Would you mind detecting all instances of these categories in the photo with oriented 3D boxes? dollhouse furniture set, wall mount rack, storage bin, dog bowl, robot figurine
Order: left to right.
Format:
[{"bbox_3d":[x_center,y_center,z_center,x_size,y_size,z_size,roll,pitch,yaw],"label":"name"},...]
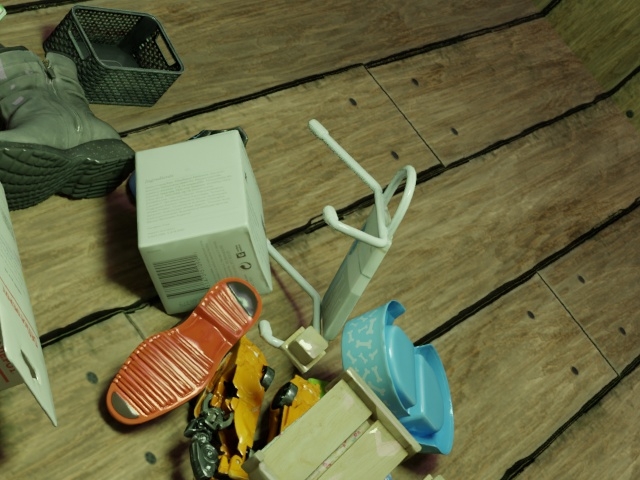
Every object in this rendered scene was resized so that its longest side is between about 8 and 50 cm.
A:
[{"bbox_3d":[-0.309,-0.276,2.288,0.180,0.084,0.122,-3,58,-50],"label":"storage bin"},{"bbox_3d":[-0.084,0.261,1.970,0.211,0.085,0.291,36,33,-16],"label":"robot figurine"},{"bbox_3d":[-0.027,0.340,1.851,0.355,0.174,0.303,50,49,3],"label":"dollhouse furniture set"},{"bbox_3d":[0.000,0.000,2.150,0.131,0.350,0.304,23,25,-14],"label":"wall mount rack"},{"bbox_3d":[0.110,0.202,2.159,0.297,0.074,0.165,52,31,-53],"label":"dog bowl"}]

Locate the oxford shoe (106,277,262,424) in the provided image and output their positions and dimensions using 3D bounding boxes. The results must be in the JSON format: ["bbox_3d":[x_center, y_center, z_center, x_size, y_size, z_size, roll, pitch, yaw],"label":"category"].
[{"bbox_3d":[-0.181,0.158,1.970,0.097,0.098,0.271,47,52,4],"label":"oxford shoe"}]

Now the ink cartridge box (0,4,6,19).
[{"bbox_3d":[-0.540,-0.224,1.777,0.211,0.289,0.121,40,36,-11],"label":"ink cartridge box"}]

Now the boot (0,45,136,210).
[{"bbox_3d":[-0.410,-0.160,2.042,0.222,0.118,0.338,54,22,16],"label":"boot"}]

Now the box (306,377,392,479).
[{"bbox_3d":[0.036,0.283,2.123,0.109,0.042,0.178,16,44,-39],"label":"box"}]

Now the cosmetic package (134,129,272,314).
[{"bbox_3d":[-0.161,-0.025,2.077,0.151,0.152,0.183,73,7,-49],"label":"cosmetic package"}]

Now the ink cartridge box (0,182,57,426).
[{"bbox_3d":[-0.407,0.041,1.711,0.207,0.119,0.353,76,-6,-58],"label":"ink cartridge box"}]

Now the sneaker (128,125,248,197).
[{"bbox_3d":[-0.192,-0.117,2.245,0.081,0.090,0.232,49,32,3],"label":"sneaker"}]
